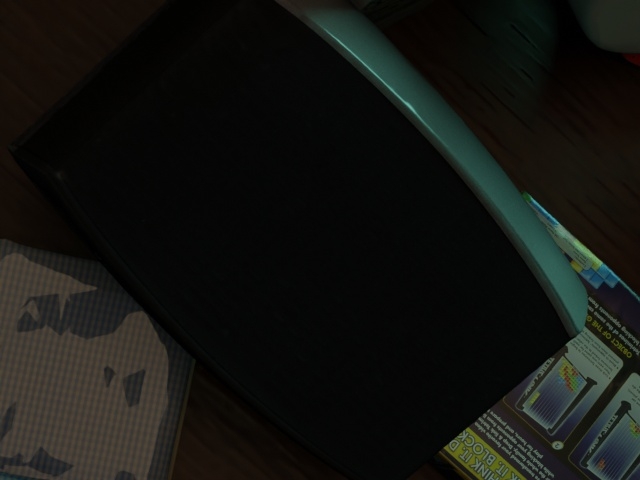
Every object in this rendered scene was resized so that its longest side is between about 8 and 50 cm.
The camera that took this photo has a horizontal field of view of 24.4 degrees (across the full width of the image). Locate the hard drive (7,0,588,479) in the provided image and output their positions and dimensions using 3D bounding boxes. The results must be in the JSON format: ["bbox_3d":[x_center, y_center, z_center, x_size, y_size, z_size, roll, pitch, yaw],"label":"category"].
[{"bbox_3d":[0.000,0.000,0.685,0.172,0.054,0.255,-41,113,7],"label":"hard drive"}]

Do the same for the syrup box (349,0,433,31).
[{"bbox_3d":[0.029,-0.162,0.713,0.093,0.237,0.096,-27,92,-16],"label":"syrup box"}]

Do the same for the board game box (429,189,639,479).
[{"bbox_3d":[0.123,0.082,0.802,0.170,0.048,0.141,43,77,-5],"label":"board game box"}]

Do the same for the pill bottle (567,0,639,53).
[{"bbox_3d":[0.144,-0.292,0.740,0.204,0.204,0.361,-15,72,-15],"label":"pill bottle"}]

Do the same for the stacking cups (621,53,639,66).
[{"bbox_3d":[0.229,-0.254,0.863,0.096,0.096,0.316,14,85,-12],"label":"stacking cups"}]

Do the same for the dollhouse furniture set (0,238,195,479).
[{"bbox_3d":[-0.159,0.035,0.661,0.303,0.198,0.287,15,79,-12],"label":"dollhouse furniture set"}]
